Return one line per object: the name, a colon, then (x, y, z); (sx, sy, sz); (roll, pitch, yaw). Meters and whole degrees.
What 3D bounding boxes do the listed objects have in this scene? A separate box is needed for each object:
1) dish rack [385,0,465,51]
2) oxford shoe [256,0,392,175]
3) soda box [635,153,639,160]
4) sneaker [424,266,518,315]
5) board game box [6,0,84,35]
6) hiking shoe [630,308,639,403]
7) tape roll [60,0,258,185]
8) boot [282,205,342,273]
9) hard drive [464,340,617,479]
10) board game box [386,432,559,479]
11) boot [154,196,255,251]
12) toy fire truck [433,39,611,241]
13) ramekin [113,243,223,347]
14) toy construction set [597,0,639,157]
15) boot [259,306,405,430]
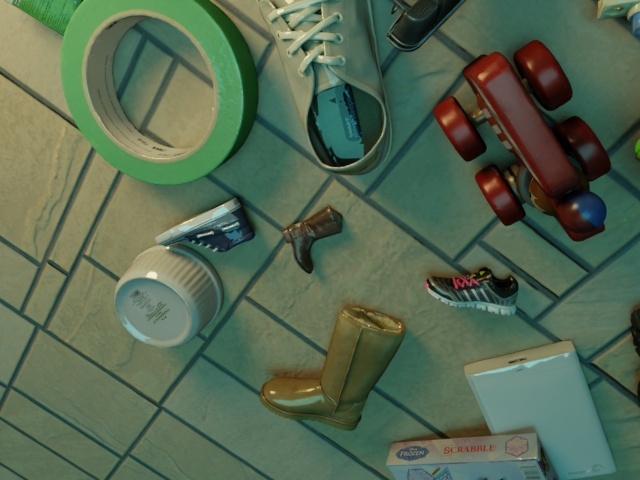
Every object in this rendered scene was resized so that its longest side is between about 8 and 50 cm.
dish rack: (0.095, -0.413, 0.605); (0.271, 0.074, 0.208); (44, 86, -3)
oxford shoe: (0.000, -0.298, 0.686); (0.169, 0.130, 0.449); (-13, 109, 20)
soda box: (0.569, -0.122, 0.679); (0.181, 0.058, 0.061); (13, 115, 7)
sneaker: (0.272, 0.079, 0.836); (0.171, 0.063, 0.074); (12, 117, 1)
board game box: (-0.410, -0.468, 0.729); (0.136, 0.030, 0.259); (28, 119, -26)
hiking shoe: (0.630, 0.250, 0.805); (0.132, 0.113, 0.304); (-11, 111, 18)
tape roll: (-0.269, -0.255, 0.792); (0.322, 0.077, 0.321); (4, 115, 10)
boot: (0.000, 0.000, 0.876); (0.114, 0.037, 0.106); (-24, 109, 16)
hard drive: (0.438, 0.354, 0.937); (0.203, 0.040, 0.307); (-21, 108, 20)
board game box: (0.352, 0.557, 1.005); (0.318, 0.066, 0.318); (-19, 109, 31)
boot: (-0.222, -0.007, 0.898); (0.190, 0.069, 0.086); (-21, 105, 18)
toy fire truck: (0.285, -0.117, 0.634); (0.169, 0.254, 0.302); (-31, 104, 23)
ramekin: (-0.314, 0.120, 0.956); (0.207, 0.109, 0.207); (5, 116, 11)
toy construction set: (0.465, -0.199, 0.560); (0.151, 0.215, 0.327); (-14, 86, -5)
boot: (0.017, 0.249, 0.960); (0.236, 0.089, 0.269); (14, 117, -6)
